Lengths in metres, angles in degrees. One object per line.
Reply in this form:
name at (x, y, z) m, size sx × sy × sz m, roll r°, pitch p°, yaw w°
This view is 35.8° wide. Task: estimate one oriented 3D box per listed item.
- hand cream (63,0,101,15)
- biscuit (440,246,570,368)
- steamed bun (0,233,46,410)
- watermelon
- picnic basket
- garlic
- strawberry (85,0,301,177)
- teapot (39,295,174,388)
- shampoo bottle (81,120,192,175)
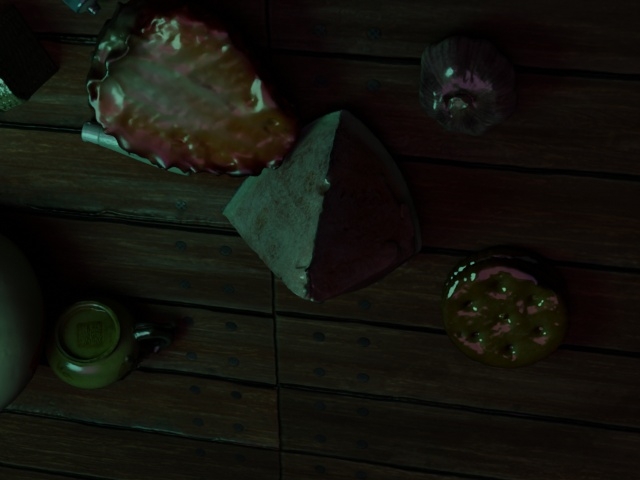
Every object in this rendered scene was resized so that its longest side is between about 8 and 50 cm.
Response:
hand cream at (-0.423, -0.432, 1.517) m, size 0.083 × 0.048 × 0.224 m, roll -38°, pitch 100°, yaw 29°
biscuit at (0.308, 0.115, 1.659) m, size 0.221 × 0.066 × 0.220 m, roll 6°, pitch 121°, yaw 9°
steamed bun at (-0.617, 0.154, 1.755) m, size 0.241 × 0.374 × 0.374 m, roll 11°, pitch 129°, yaw -32°
watermelon at (-0.008, -0.004, 1.567) m, size 0.283 × 0.292 × 0.250 m, roll 46°, pitch 150°, yaw -12°
picnic basket at (-0.556, -0.261, 1.582) m, size 0.196 × 0.154 × 0.134 m, roll -19°, pitch 115°, yaw 24°
garlic at (0.216, -0.223, 1.452) m, size 0.147 × 0.102 × 0.159 m, roll -22°, pitch 114°, yaw 23°
strawberry at (-0.189, -0.235, 1.527) m, size 0.336 × 0.149 × 0.265 m, roll 28°, pitch 117°, yaw -16°
teapot at (-0.404, 0.197, 1.842) m, size 0.270 × 0.173 × 0.182 m, roll -8°, pitch 156°, yaw -6°
shampoo bottle at (-0.304, -0.160, 1.651) m, size 0.191 × 0.041 × 0.069 m, roll 14°, pitch 129°, yaw 5°
